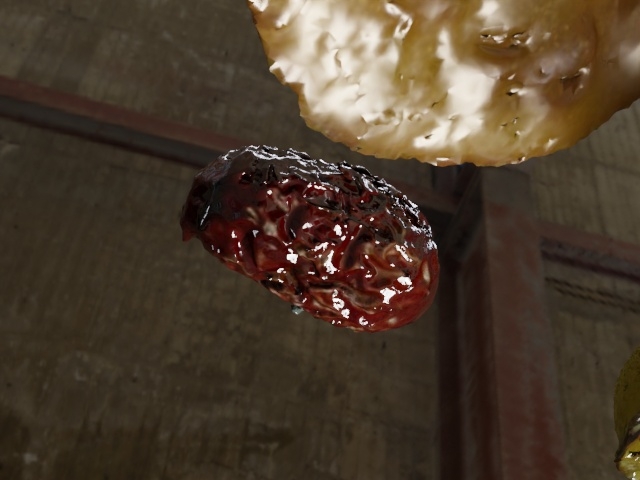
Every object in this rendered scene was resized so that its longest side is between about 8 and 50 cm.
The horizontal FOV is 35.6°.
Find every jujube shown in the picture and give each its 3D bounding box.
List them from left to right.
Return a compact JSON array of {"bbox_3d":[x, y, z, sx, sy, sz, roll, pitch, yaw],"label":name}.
[{"bbox_3d":[0.003,-0.003,0.581,0.166,0.104,0.104,29,-150,-39],"label":"jujube"}]

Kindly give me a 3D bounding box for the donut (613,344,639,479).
[{"bbox_3d":[0.360,0.119,0.791,0.272,0.272,0.107,8,-128,-14],"label":"donut"}]

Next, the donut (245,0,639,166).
[{"bbox_3d":[0.073,-0.171,0.391,0.277,0.277,0.108,-6,-142,-27],"label":"donut"}]
